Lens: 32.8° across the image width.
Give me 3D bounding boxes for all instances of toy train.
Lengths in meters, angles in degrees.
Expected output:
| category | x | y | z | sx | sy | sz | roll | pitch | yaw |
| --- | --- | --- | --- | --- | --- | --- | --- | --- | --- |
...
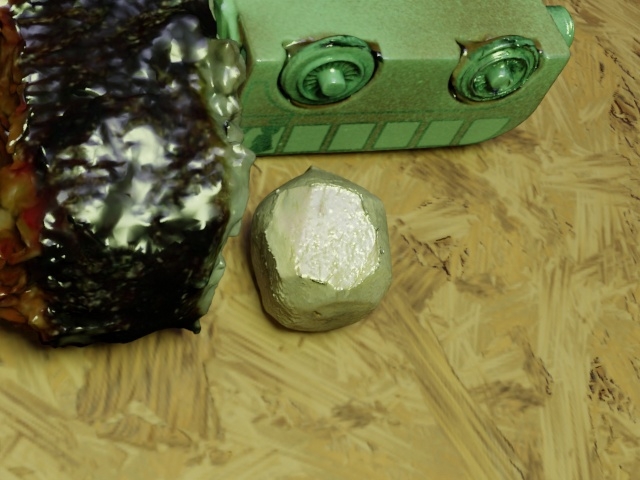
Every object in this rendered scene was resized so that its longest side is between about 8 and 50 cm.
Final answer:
| category | x | y | z | sx | sy | sz | roll | pitch | yaw |
| --- | --- | --- | --- | --- | --- | --- | --- | --- | --- |
| toy train | 0.055 | -0.153 | 0.899 | 0.326 | 0.159 | 0.129 | -6 | 61 | -24 |

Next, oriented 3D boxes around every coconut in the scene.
| category | x | y | z | sx | sy | sz | roll | pitch | yaw |
| --- | --- | --- | --- | --- | --- | --- | --- | --- | --- |
| coconut | 0.000 | 0.000 | 0.807 | 0.110 | 0.110 | 0.124 | 0 | 67 | -26 |

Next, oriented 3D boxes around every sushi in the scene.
| category | x | y | z | sx | sy | sz | roll | pitch | yaw |
| --- | --- | --- | --- | --- | --- | --- | --- | --- | --- |
| sushi | -0.155 | -0.104 | 0.744 | 0.181 | 0.196 | 0.343 | 4 | 60 | -30 |
